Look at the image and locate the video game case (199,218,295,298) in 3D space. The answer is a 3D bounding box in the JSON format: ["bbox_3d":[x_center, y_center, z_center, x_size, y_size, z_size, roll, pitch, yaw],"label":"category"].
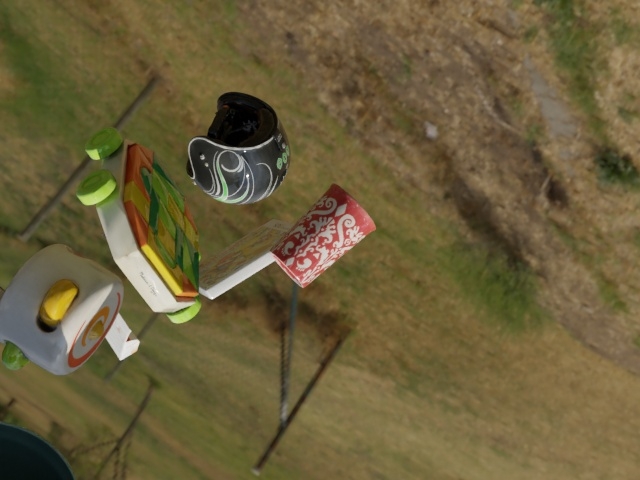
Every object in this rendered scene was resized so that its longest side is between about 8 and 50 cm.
[{"bbox_3d":[-0.145,0.030,1.819,0.026,0.227,0.206,62,164,-15],"label":"video game case"}]

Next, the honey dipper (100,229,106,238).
[{"bbox_3d":[-0.302,0.034,1.607,0.161,0.030,0.030,46,157,-18],"label":"honey dipper"}]

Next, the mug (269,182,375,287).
[{"bbox_3d":[0.006,0.004,1.717,0.113,0.169,0.150,41,170,33],"label":"mug"}]

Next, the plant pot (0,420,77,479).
[{"bbox_3d":[-0.515,0.441,1.405,0.293,0.293,0.196,30,128,9],"label":"plant pot"}]

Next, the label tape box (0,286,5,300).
[{"bbox_3d":[-0.702,0.204,1.600,0.106,0.334,0.240,42,116,-5],"label":"label tape box"}]

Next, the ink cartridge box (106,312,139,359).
[{"bbox_3d":[-0.401,0.139,1.847,0.145,0.045,0.179,54,150,11],"label":"ink cartridge box"}]

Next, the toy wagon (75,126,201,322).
[{"bbox_3d":[-0.262,-0.048,1.451,0.344,0.068,0.267,-99,-17,-52],"label":"toy wagon"}]

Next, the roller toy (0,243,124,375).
[{"bbox_3d":[-0.416,0.114,1.552,0.146,0.191,0.209,29,123,7],"label":"roller toy"}]

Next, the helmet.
[{"bbox_3d":[-0.132,-0.137,1.527,0.169,0.169,0.161,27,145,16],"label":"helmet"}]
